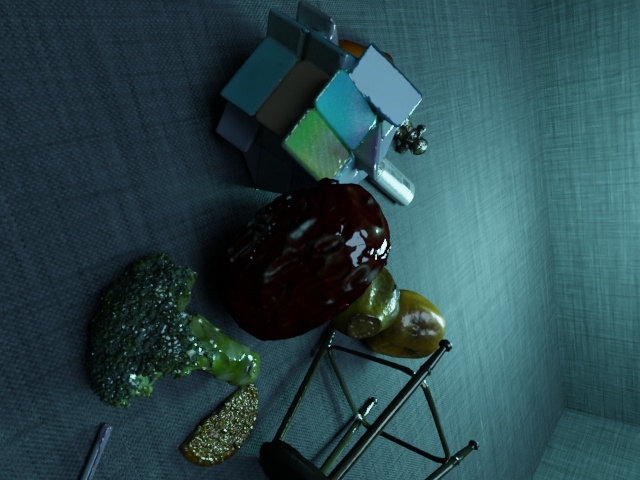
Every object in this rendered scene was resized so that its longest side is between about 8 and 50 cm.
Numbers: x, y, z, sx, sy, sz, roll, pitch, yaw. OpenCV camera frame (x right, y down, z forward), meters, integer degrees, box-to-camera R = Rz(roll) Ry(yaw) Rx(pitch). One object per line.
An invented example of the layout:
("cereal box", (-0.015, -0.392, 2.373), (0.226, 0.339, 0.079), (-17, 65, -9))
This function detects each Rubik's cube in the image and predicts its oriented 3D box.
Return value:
("Rubik's cube", (-0.008, -0.266, 0.945), (0.387, 0.358, 0.368), (-45, 164, -35))

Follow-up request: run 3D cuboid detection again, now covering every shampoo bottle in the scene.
("shampoo bottle", (0.215, -0.190, 1.375), (0.227, 0.055, 0.086), (30, 72, -43))

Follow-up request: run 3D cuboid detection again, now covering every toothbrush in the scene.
("toothbrush", (-0.426, 0.492, 0.740), (0.029, 0.024, 0.354), (35, 67, -48))

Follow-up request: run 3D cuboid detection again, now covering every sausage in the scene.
("sausage", (0.124, -0.500, 1.248), (0.300, 0.083, 0.089), (-14, 90, -47))

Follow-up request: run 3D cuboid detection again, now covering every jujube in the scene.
("jujube", (-0.045, 0.045, 0.864), (0.258, 0.376, 0.259), (29, 44, -32))

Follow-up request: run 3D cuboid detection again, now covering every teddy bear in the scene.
("teddy bear", (0.281, -0.344, 1.428), (0.119, 0.078, 0.160), (-42, 115, 13))

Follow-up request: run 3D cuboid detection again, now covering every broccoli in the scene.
("broccoli", (-0.249, 0.210, 0.817), (0.361, 0.221, 0.252), (56, 18, -32))

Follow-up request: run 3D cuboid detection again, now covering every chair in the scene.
("chair", (0.094, 0.467, 1.070), (0.410, 0.364, 0.362), (-38, 118, -34))

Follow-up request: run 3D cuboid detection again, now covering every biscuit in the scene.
("biscuit", (-0.203, 0.417, 0.973), (0.206, 0.025, 0.126), (-39, 119, -38))

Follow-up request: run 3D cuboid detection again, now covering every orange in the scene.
("orange", (0.253, 0.241, 1.317), (0.249, 0.248, 0.183), (37, 49, -41))

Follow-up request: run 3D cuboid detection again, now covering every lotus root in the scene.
("lotus root", (0.107, 0.144, 1.108), (0.291, 0.193, 0.193), (-79, 157, -74))
